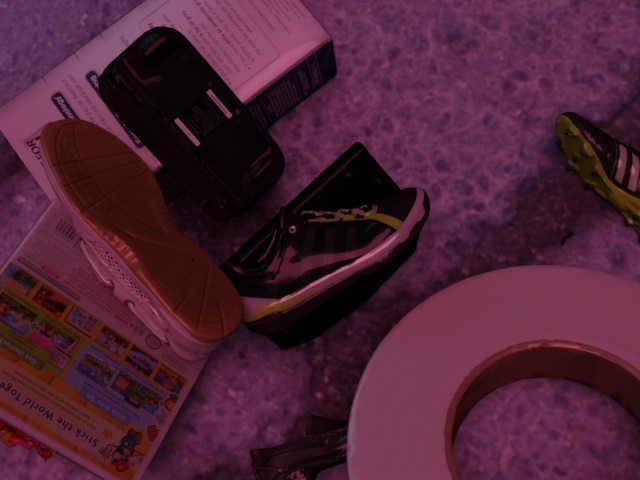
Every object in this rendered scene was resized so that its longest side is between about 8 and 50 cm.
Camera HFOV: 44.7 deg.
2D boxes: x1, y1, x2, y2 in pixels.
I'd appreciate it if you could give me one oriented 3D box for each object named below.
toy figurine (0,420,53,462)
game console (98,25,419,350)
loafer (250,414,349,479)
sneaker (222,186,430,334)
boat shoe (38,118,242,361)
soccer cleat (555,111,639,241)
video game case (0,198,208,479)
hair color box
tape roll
[{"bbox_3d":[-0.272,0.195,0.821,0.159,0.130,0.173,35,124,-6],"label":"toy figurine"},{"bbox_3d":[-0.066,-0.068,0.813,0.213,0.044,0.361,-42,103,-4],"label":"game console"},{"bbox_3d":[0.003,0.208,0.810,0.170,0.062,0.061,-29,72,-2],"label":"loafer"},{"bbox_3d":[0.000,0.000,0.769,0.234,0.084,0.097,-34,101,-5],"label":"sneaker"},{"bbox_3d":[-0.191,0.004,0.757,0.098,0.096,0.277,-25,72,-42],"label":"boat shoe"},{"bbox_3d":[0.327,-0.076,0.840,0.072,0.060,0.179,-39,83,-13],"label":"soccer cleat"},{"bbox_3d":[-0.230,0.104,0.777,0.227,0.026,0.206,39,59,-19],"label":"video game case"},{"bbox_3d":[-0.169,-0.166,0.883,0.347,0.105,0.174,-37,78,-3],"label":"hair color box"},{"bbox_3d":[0.219,0.196,0.706,0.391,0.072,0.392,-4,52,5],"label":"tape roll"}]
